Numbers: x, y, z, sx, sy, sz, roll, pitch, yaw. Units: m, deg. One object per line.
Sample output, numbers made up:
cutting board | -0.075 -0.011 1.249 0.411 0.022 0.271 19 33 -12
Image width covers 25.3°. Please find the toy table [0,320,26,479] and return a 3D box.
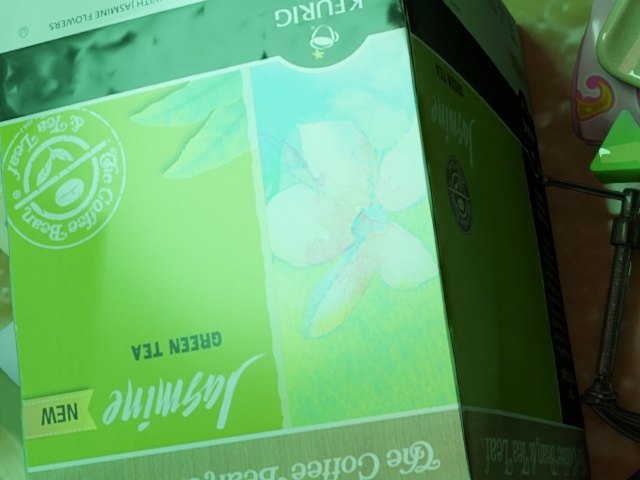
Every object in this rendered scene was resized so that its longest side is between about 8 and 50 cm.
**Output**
toy table | -0.178 0.168 0.920 0.252 0.161 0.274 -39 71 10

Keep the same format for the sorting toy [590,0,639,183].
sorting toy | 0.266 -0.140 0.744 0.196 0.047 0.347 27 89 24

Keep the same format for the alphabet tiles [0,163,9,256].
alphabet tiles | -0.229 -0.118 0.988 0.284 0.021 0.278 -42 105 10

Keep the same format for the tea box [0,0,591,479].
tea box | 0.000 0.000 0.791 0.220 0.329 0.323 -12 77 17

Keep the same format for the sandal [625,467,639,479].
sandal | 0.152 0.179 0.848 0.179 0.067 0.040 -48 58 5

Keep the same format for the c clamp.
c clamp | 0.195 0.046 0.862 0.137 0.022 0.160 5 84 -3

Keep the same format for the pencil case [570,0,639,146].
pencil case | 0.290 -0.085 0.816 0.284 0.124 0.124 13 86 21
